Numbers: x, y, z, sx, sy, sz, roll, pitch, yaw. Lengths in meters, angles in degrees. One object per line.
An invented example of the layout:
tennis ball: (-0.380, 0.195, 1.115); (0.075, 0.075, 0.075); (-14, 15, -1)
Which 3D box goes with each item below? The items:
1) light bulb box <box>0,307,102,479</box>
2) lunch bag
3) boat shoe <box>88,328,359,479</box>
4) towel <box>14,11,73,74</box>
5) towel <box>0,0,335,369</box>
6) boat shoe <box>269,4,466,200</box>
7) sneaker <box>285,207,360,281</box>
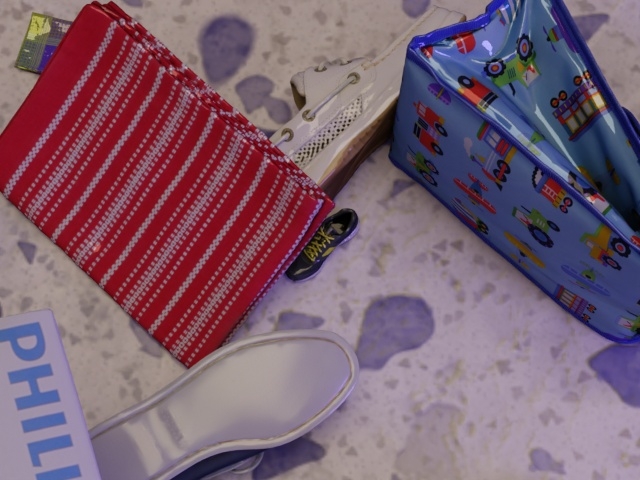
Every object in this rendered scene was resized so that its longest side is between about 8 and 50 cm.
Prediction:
light bulb box: (-0.261, 0.283, 0.984); (0.225, 0.361, 0.358); (-12, 71, -22)
lunch bag: (0.196, -0.034, 1.191); (0.138, 0.221, 0.293); (-34, 75, -11)
boat shoe: (-0.088, 0.149, 1.199); (0.254, 0.079, 0.095); (-31, 82, -6)
towel: (-0.229, -0.172, 1.342); (0.083, 0.009, 0.060); (14, 73, 4)
towel: (-0.145, -0.046, 1.245); (0.275, 0.031, 0.199); (42, 107, 13)
boat shoe: (0.013, -0.115, 1.281); (0.096, 0.098, 0.277); (41, 77, 11)
sneaker: (0.000, 0.000, 1.275); (0.031, 0.035, 0.083); (41, 76, 12)
